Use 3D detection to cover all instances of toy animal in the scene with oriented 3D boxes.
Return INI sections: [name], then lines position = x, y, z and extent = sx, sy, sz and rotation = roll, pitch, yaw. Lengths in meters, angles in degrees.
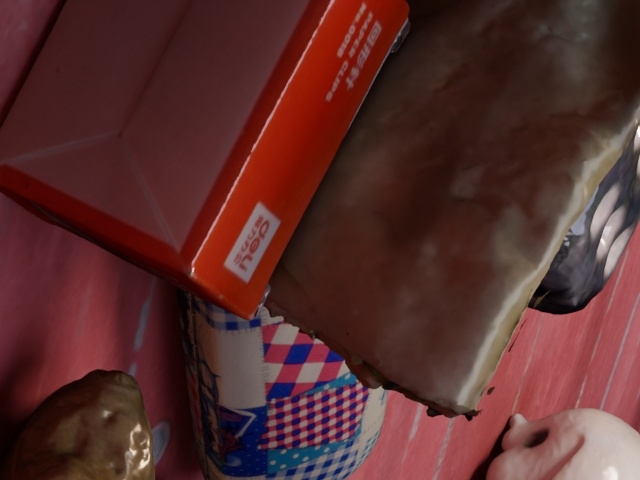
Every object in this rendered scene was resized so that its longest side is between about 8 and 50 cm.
[toy animal]
position = 0.219, 0.309, 1.901
extent = 0.249, 0.174, 0.289
rotation = -43, 150, -46

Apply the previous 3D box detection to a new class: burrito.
[burrito]
position = 0.089, -0.076, 1.022
extent = 0.332, 0.135, 0.190
rotation = -58, -171, -9

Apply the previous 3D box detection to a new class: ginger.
[ginger]
position = -0.118, 0.148, 1.111
extent = 0.294, 0.086, 0.131
rotation = 52, 55, -75

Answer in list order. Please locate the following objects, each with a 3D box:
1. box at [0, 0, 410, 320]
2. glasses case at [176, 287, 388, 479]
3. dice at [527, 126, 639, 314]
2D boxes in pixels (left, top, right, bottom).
[box]
position = -0.056, -0.072, 0.941
extent = 0.182, 0.133, 0.099
rotation = -64, 158, -8
[glasses case]
position = -0.021, 0.048, 1.186
extent = 0.125, 0.076, 0.327
rotation = -22, 137, -20
[dice]
position = 0.125, -0.066, 1.300
extent = 0.181, 0.183, 0.182
rotation = -65, 160, -8
